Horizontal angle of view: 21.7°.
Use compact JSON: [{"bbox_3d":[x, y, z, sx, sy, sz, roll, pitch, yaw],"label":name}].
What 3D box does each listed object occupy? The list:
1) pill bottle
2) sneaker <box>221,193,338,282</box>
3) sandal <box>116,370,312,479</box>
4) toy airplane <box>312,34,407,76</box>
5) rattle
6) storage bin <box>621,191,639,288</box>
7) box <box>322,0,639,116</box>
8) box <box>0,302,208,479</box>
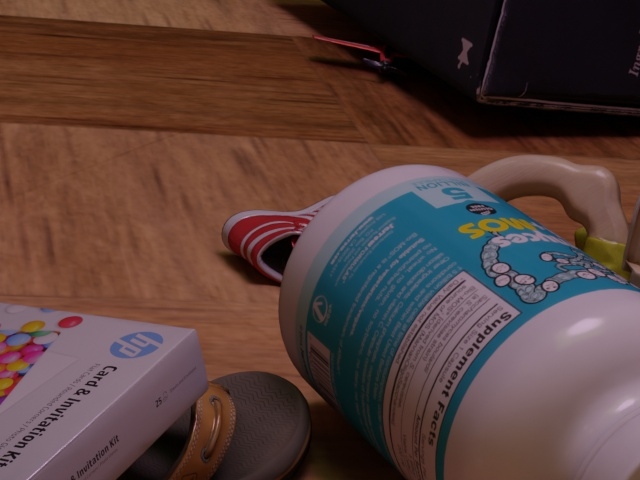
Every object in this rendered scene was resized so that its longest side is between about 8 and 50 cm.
[{"bbox_3d":[0.097,0.070,0.825,0.146,0.146,0.264,-4,25,-29],"label":"pill bottle"},{"bbox_3d":[0.000,0.000,1.112,0.118,0.042,0.067,-9,22,-20],"label":"sneaker"},{"bbox_3d":[-0.085,0.097,0.808,0.219,0.060,0.090,-13,30,-43],"label":"sandal"},{"bbox_3d":[0.064,-0.184,1.627,0.151,0.028,0.151,8,21,-3],"label":"toy airplane"},{"bbox_3d":[0.106,0.016,1.081,0.199,0.130,0.143,-14,4,16],"label":"rattle"},{"bbox_3d":[0.334,-0.003,0.972,0.262,0.123,0.260,21,36,18],"label":"storage bin"},{"bbox_3d":[0.271,-0.325,1.666,0.471,0.297,0.480,0,23,-27],"label":"box"},{"bbox_3d":[-0.169,0.079,0.770,0.186,0.038,0.145,7,30,29],"label":"box"}]
